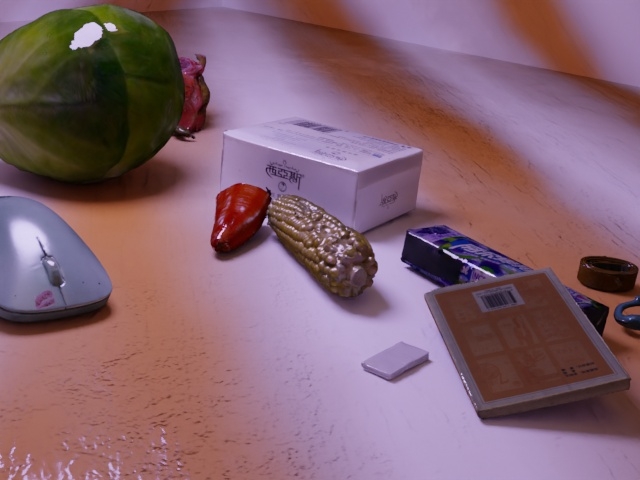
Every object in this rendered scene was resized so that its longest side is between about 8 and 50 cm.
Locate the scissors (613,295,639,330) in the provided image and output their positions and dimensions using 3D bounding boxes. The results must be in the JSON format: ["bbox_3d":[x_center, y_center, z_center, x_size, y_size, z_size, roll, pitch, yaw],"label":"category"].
[{"bbox_3d":[0.518,0.088,1.322,0.289,0.041,0.138,-18,32,-40],"label":"scissors"}]

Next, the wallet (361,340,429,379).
[{"bbox_3d":[0.087,0.137,1.122,0.044,0.011,0.083,21,25,35],"label":"wallet"}]

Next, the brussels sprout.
[{"bbox_3d":[-0.405,-0.238,1.618,0.354,0.289,0.281,-7,7,0],"label":"brussels sprout"}]

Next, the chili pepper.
[{"bbox_3d":[-0.130,-0.026,1.440,0.088,0.065,0.169,-3,25,11],"label":"chili pepper"}]

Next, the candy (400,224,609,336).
[{"bbox_3d":[0.237,0.055,1.309,0.088,0.061,0.312,-8,24,-37],"label":"candy"}]

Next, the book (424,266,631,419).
[{"bbox_3d":[0.229,0.111,1.126,0.170,0.018,0.242,-11,30,-3],"label":"book"}]

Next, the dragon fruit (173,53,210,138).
[{"bbox_3d":[-0.321,-0.311,2.029,0.211,0.147,0.282,-5,21,-28],"label":"dragon fruit"}]

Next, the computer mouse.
[{"bbox_3d":[-0.375,0.008,1.229,0.159,0.097,0.288,-6,23,-35],"label":"computer mouse"}]

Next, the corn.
[{"bbox_3d":[0.000,0.000,1.360,0.086,0.087,0.288,-4,21,-23],"label":"corn"}]

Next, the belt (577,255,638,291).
[{"bbox_3d":[0.415,0.050,1.407,0.083,0.036,0.059,6,27,2],"label":"belt"}]

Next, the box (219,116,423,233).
[{"bbox_3d":[0.001,-0.113,1.618,0.274,0.116,0.203,18,23,30],"label":"box"}]
